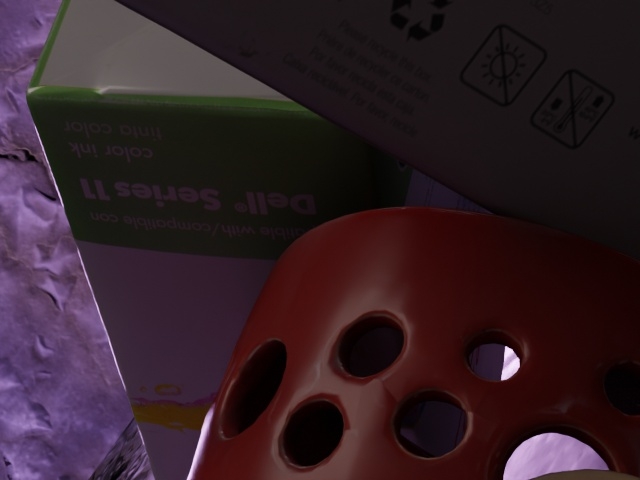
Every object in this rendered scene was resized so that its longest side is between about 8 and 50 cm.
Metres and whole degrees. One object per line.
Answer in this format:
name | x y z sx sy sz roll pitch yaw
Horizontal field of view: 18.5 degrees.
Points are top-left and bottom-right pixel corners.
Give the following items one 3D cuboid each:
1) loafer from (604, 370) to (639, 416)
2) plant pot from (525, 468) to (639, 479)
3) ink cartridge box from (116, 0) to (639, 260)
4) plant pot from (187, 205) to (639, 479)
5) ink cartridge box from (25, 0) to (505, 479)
loafer | 0.153 -0.051 0.847 0.134 0.130 0.366 -49 8 27
plant pot | 0.053 0.173 0.381 0.237 0.110 0.237 -54 17 26
ink cartridge box | 0.150 -0.136 0.545 0.330 0.324 0.071 -51 32 17
plant pot | 0.040 0.110 0.587 0.191 0.191 0.174 -42 18 56
ink cartridge box | 0.000 0.000 0.794 0.353 0.119 0.207 79 -161 -47
